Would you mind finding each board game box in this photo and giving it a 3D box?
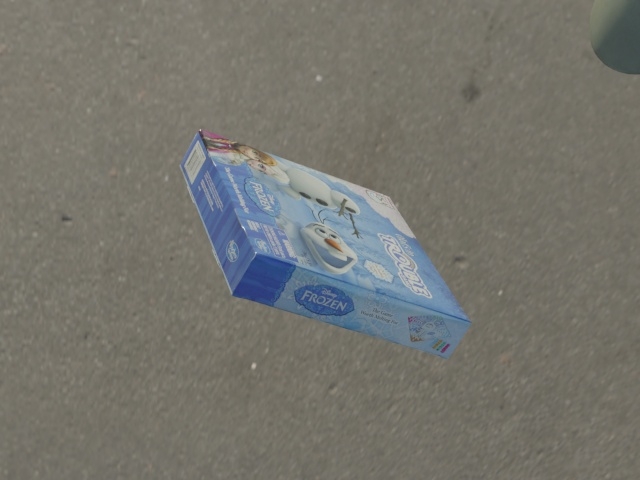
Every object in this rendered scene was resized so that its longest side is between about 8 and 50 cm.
[{"bbox_3d":[0.000,0.000,0.441,0.090,0.020,0.090,19,24,-29],"label":"board game box"}]

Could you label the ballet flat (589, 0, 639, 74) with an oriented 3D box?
[{"bbox_3d":[0.193,-0.154,0.500,0.068,0.213,0.072,18,38,-60],"label":"ballet flat"}]
